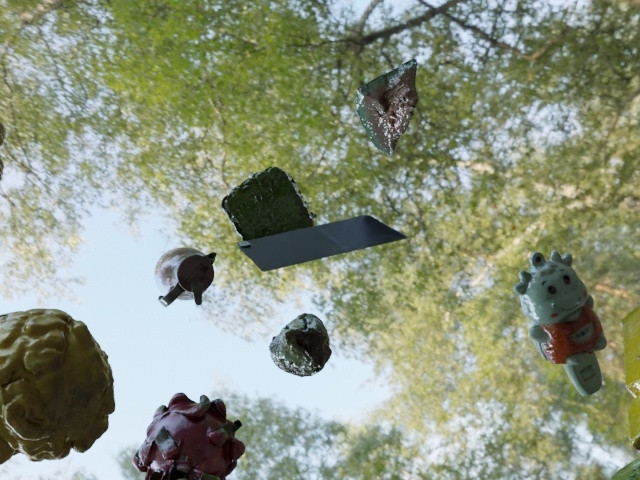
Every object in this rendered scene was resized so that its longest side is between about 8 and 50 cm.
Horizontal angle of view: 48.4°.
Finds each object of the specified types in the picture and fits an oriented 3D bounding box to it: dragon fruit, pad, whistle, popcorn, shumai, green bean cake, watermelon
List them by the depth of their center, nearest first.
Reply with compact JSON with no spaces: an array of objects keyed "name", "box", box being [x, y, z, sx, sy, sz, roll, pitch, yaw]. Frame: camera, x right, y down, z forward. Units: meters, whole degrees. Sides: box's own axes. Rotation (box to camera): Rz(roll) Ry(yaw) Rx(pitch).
[{"name":"pad","box":[0.000,0.000,0.888,0.193,0.116,0.004,-12,-69,-20]},{"name":"whistle","box":[0.362,0.126,1.061,0.253,0.102,0.106,64,-159,-18]},{"name":"popcorn","box":[-0.426,0.230,1.090,0.250,0.190,0.250,-1,-88,-55]},{"name":"watermelon","box":[0.109,-0.211,1.182,0.101,0.080,0.155,-7,-36,-9]},{"name":"dragon fruit","box":[-0.256,0.420,1.366,0.272,0.219,0.198,-80,-6,-55]},{"name":"green bean cake","box":[-0.134,-0.071,1.875,0.200,0.214,0.113,-29,0,9]},{"name":"shumai","box":[-0.062,0.289,1.925,0.184,0.184,0.142,-58,-20,-4]}]

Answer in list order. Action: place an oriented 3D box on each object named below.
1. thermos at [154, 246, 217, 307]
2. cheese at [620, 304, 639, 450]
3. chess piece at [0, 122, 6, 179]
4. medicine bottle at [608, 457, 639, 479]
[{"name":"thermos","box":[-0.341,0.095,1.792,0.146,0.265,0.176,45,-103,-12]},{"name":"cheese","box":[0.237,0.064,0.429,0.126,0.171,0.093,30,-65,-10]},{"name":"chess piece","box":[-0.622,-0.168,1.337,0.066,0.122,0.066,-5,-36,-3]},{"name":"medicine bottle","box":[0.399,0.338,0.722,0.124,0.124,0.238,-23,-97,-35]}]
